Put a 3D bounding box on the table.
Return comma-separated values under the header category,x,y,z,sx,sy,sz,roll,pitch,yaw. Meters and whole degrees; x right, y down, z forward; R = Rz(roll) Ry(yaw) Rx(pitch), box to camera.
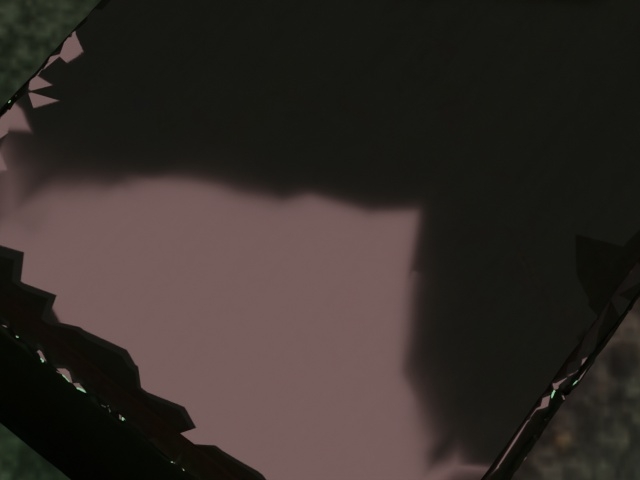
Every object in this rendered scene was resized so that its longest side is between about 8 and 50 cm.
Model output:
category,x,y,z,sx,sy,sz,roll,pitch,yaw
table,0.000,0.000,0.437,0.172,0.169,0.193,39,70,-2
